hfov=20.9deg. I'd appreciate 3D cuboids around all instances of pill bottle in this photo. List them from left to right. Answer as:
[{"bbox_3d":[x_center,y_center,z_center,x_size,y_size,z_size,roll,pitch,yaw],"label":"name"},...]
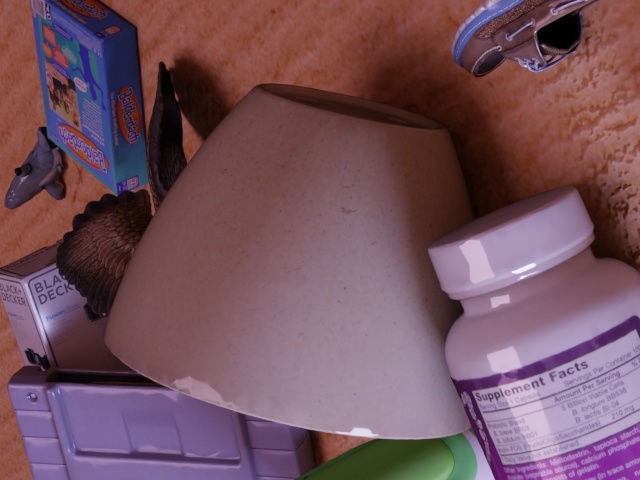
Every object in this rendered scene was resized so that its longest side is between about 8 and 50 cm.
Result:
[{"bbox_3d":[0.196,0.118,1.339,0.169,0.169,0.302,-17,97,61],"label":"pill bottle"}]

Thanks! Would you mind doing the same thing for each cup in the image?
[{"bbox_3d":[0.000,0.000,1.469,0.331,0.331,0.237,25,107,49],"label":"cup"}]

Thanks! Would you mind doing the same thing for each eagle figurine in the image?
[{"bbox_3d":[-0.154,-0.006,1.803,0.298,0.226,0.225,47,167,20],"label":"eagle figurine"}]

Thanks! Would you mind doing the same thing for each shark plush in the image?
[{"bbox_3d":[-0.355,-0.088,2.183,0.073,0.067,0.161,62,151,5],"label":"shark plush"}]

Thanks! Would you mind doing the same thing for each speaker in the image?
[{"bbox_3d":[0.031,0.260,1.581,0.131,0.296,0.131,32,134,41],"label":"speaker"}]

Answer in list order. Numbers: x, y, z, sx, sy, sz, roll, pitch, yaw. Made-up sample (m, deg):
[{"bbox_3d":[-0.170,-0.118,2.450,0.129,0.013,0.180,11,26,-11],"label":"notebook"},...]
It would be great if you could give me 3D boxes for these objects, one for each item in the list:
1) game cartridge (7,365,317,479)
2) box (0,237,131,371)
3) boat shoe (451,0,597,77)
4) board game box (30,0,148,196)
[{"bbox_3d":[-0.174,0.257,1.989,0.355,0.068,0.230,0,113,22],"label":"game cartridge"},{"bbox_3d":[-0.269,0.139,2.118,0.087,0.169,0.290,10,120,56],"label":"box"},{"bbox_3d":[0.158,-0.161,1.289,0.066,0.066,0.183,58,150,9],"label":"boat shoe"},{"bbox_3d":[-0.265,-0.177,1.986,0.160,0.047,0.210,38,141,38],"label":"board game box"}]
